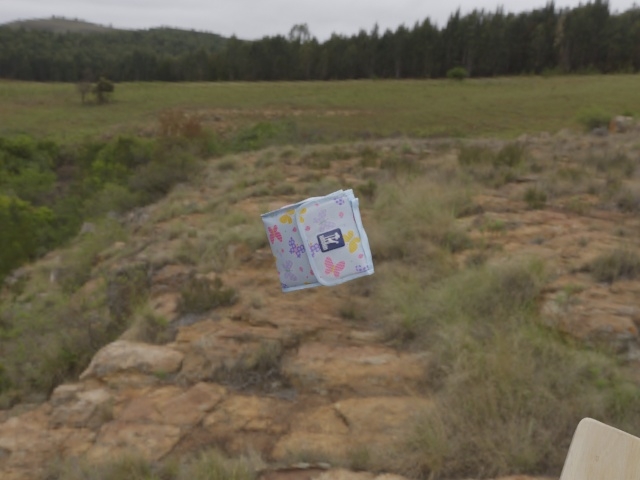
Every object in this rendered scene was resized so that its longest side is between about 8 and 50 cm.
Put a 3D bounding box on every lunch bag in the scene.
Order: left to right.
[{"bbox_3d":[0.000,0.000,0.567,0.083,0.071,0.053,-11,6,40],"label":"lunch bag"}]

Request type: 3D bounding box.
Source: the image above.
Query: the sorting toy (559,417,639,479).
[{"bbox_3d":[0.299,0.323,0.585,0.255,0.089,0.257,21,58,18],"label":"sorting toy"}]
